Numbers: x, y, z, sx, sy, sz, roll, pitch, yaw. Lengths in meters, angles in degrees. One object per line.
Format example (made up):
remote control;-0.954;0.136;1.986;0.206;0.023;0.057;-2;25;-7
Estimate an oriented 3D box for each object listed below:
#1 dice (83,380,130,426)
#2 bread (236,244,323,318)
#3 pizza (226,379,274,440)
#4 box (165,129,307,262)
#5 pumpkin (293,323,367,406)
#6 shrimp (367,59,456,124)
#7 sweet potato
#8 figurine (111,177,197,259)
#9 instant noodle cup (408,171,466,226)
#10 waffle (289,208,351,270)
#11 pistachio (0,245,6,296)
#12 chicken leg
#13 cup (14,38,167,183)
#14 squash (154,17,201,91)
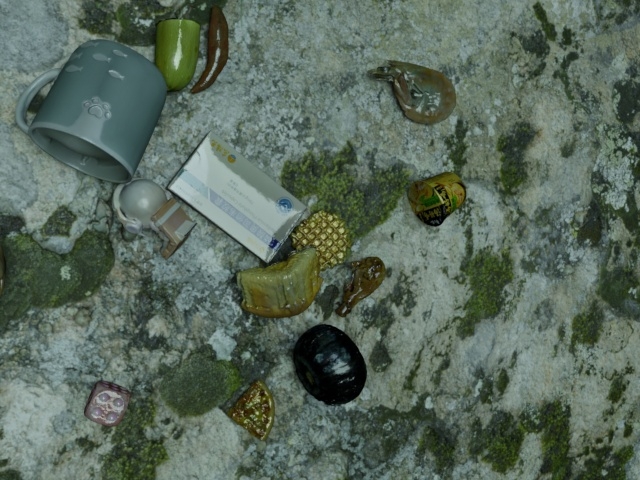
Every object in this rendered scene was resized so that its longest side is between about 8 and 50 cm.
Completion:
dice;-0.544;0.415;1.739;0.093;0.094;0.091;24;85;-19
bread;-0.090;0.131;1.857;0.252;0.133;0.174;-17;120;-18
pizza;-0.188;0.481;1.894;0.134;0.046;0.174;-14;95;-20
box;-0.227;-0.116;1.871;0.343;0.065;0.200;38;77;-16
pumpkin;0.028;0.342;1.874;0.163;0.233;0.233;-29;100;-23
shrimp;0.275;-0.448;2.054;0.318;0.077;0.168;9;89;-23
sweet potato;-0.288;-0.517;1.857;0.078;0.058;0.255;12;88;-3
figurine;-0.440;-0.070;1.770;0.237;0.141;0.162;43;48;-13
instant noodle cup;0.357;-0.132;2.053;0.122;0.151;0.151;-29;100;-30
waffle;0.004;0.003;1.970;0.191;0.038;0.191;0;90;-19
pistachio;-0.859;0.113;1.592;0.197;0.166;0.288;40;80;9
chicken leg;0.111;0.132;1.986;0.207;0.085;0.101;-51;140;-6
cup;-0.570;-0.332;1.668;0.357;0.259;0.274;16;71;15
squash;-0.380;-0.482;1.790;0.123;0.123;0.186;6;87;-20
